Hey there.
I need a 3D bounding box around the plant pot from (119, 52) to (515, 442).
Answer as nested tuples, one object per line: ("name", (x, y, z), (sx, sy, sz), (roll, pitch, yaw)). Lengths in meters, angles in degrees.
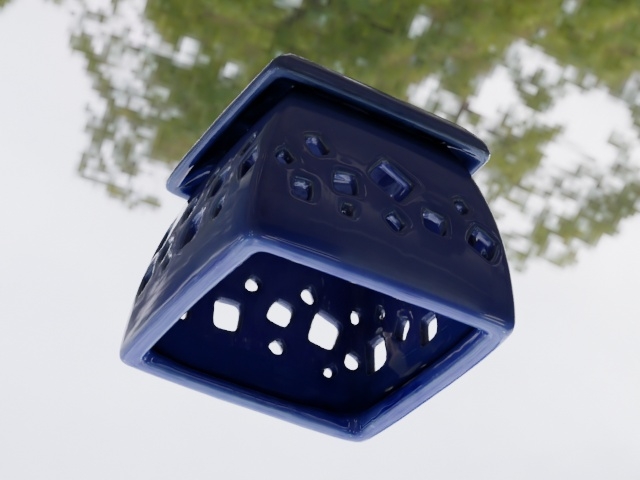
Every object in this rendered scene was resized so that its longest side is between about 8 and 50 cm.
("plant pot", (0.000, 0.000, 1.413), (0.236, 0.236, 0.212), (21, -128, -21))
